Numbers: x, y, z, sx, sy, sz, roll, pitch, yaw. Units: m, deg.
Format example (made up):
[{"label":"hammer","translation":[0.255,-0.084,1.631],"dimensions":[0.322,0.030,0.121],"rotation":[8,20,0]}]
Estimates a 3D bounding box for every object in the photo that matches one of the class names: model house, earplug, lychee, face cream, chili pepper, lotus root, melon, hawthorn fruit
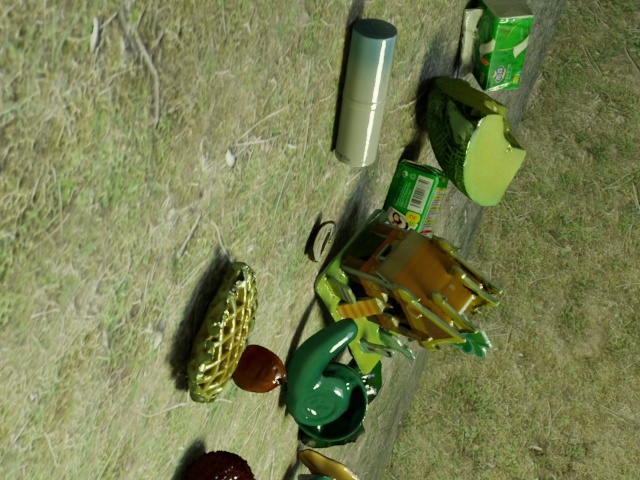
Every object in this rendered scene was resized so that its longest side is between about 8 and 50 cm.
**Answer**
[{"label":"model house","translation":[0.210,0.160,1.982],"dimensions":[0.242,0.313,0.357],"rotation":[-46,136,-22]},{"label":"earplug","translation":[0.014,0.288,2.025],"dimensions":[0.280,0.164,0.257],"rotation":[11,75,-80]},{"label":"lychee","translation":[-0.163,0.400,1.588],"dimensions":[0.129,0.123,0.123],"rotation":[62,49,-81]},{"label":"face cream","translation":[0.075,-0.247,1.659],"dimensions":[0.077,0.077,0.250],"rotation":[-53,158,-47]},{"label":"chili pepper","translation":[0.062,0.374,2.237],"dimensions":[0.264,0.116,0.148],"rotation":[-49,152,-14]},{"label":"lotus root","translation":[-0.002,-0.001,1.793],"dimensions":[0.083,0.030,0.037],"rotation":[-64,-165,-9]},{"label":"melon","translation":[0.345,-0.252,2.246],"dimensions":[0.344,0.226,0.331],"rotation":[6,77,-56]},{"label":"hawthorn fruit","translation":[-0.096,0.219,1.624],"dimensions":[0.081,0.093,0.081],"rotation":[-57,160,-34]}]

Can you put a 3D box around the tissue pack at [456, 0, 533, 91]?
[{"label":"tissue pack","translation":[0.412,-0.493,2.411],"dimensions":[0.148,0.156,0.209],"rotation":[-106,-166,-46]}]

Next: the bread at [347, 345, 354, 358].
[{"label":"bread","translation":[0.089,0.170,2.231],"dimensions":[0.084,0.077,0.367],"rotation":[-57,161,-27]}]

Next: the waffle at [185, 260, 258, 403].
[{"label":"waffle","translation":[-0.142,0.139,1.445],"dimensions":[0.208,0.054,0.214],"rotation":[75,35,-70]}]

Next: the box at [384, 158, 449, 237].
[{"label":"box","translation":[0.210,-0.061,2.304],"dimensions":[0.250,0.103,0.180],"rotation":[-70,164,7]}]

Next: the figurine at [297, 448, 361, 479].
[{"label":"figurine","translation":[-0.038,0.615,2.206],"dimensions":[0.208,0.181,0.257],"rotation":[-21,-148,55]}]
